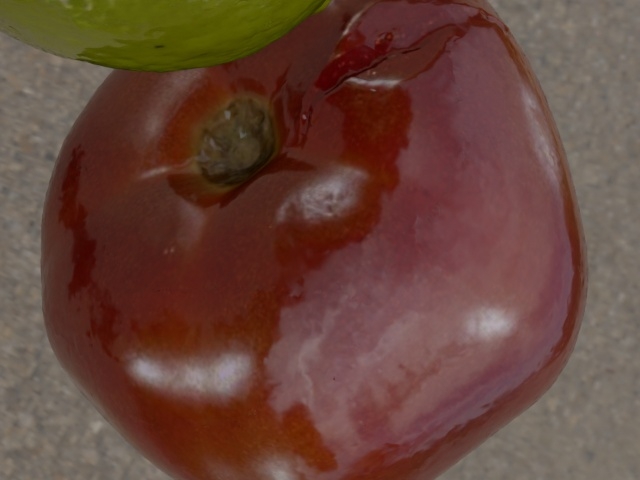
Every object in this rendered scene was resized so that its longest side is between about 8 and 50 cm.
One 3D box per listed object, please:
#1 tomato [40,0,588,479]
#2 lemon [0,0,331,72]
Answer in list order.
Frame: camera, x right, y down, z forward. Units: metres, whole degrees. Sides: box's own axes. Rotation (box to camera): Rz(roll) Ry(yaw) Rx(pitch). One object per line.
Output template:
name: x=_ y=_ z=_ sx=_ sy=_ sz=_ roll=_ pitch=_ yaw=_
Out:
tomato: x=0.000 y=0.000 z=0.778 sx=0.226 sy=0.298 sz=0.299 roll=36 pitch=77 yaw=-51
lemon: x=-0.067 y=-0.150 z=0.542 sx=0.248 sy=0.184 sz=0.184 roll=37 pitch=77 yaw=-41
